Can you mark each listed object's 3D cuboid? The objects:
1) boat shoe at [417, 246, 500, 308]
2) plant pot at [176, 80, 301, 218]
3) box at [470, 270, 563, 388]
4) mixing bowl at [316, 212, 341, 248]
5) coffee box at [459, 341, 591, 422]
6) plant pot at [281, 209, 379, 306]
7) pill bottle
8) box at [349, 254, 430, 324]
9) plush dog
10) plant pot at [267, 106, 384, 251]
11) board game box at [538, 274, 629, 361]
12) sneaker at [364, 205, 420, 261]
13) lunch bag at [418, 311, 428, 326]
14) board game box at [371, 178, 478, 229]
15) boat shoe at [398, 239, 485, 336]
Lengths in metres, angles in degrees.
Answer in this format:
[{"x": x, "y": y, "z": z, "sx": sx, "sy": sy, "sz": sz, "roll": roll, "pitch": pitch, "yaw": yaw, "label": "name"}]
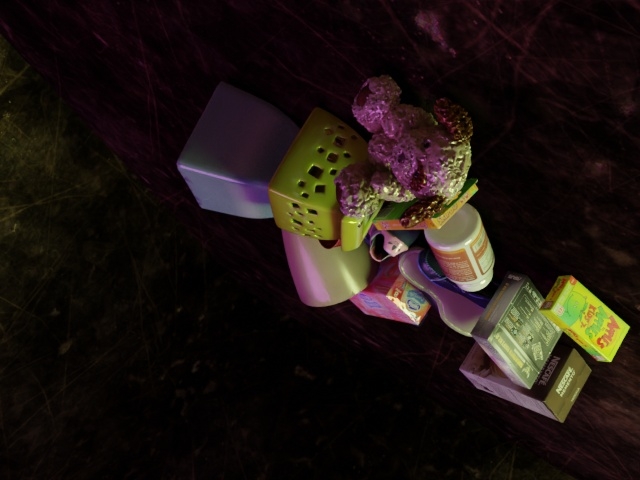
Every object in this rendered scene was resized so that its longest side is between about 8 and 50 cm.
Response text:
[{"x": 0.357, "y": 0.081, "z": 1.703, "sx": 0.258, "sy": 0.109, "sz": 0.089, "roll": 24, "pitch": 162, "yaw": -20, "label": "boat shoe"}, {"x": -0.158, "y": -0.194, "z": 1.719, "sx": 0.252, "sy": 0.248, "sz": 0.247, "roll": 19, "pitch": 161, "yaw": 14, "label": "plant pot"}, {"x": 0.466, "y": 0.212, "z": 1.651, "sx": 0.231, "sy": 0.183, "sz": 0.056, "roll": 45, "pitch": 162, "yaw": -34, "label": "box"}, {"x": 0.064, "y": -0.066, "z": 1.780, "sx": 0.098, "sy": 0.181, "sz": 0.181, "roll": 3, "pitch": 178, "yaw": -24, "label": "mixing bowl"}, {"x": 0.551, "y": 0.351, "z": 1.914, "sx": 0.119, "sy": 0.168, "sz": 0.297, "roll": 45, "pitch": 162, "yaw": -31, "label": "coffee box"}, {"x": 0.000, "y": 0.000, "z": 1.993, "sx": 0.256, "sy": 0.256, "sz": 0.274, "roll": 14, "pitch": 137, "yaw": 54, "label": "plant pot"}, {"x": 0.310, "y": 0.021, "z": 1.536, "sx": 0.121, "sy": 0.121, "sz": 0.216, "roll": 24, "pitch": 161, "yaw": 37, "label": "pill bottle"}, {"x": 0.199, "y": 0.133, "z": 2.053, "sx": 0.142, "sy": 0.154, "sz": 0.300, "roll": 41, "pitch": 165, "yaw": -20, "label": "box"}, {"x": 0.171, "y": -0.141, "z": 1.247, "sx": 0.210, "sy": 0.262, "sz": 0.225, "roll": 6, "pitch": -165, "yaw": -34, "label": "plush dog"}, {"x": 0.032, "y": -0.117, "z": 1.554, "sx": 0.207, "sy": 0.228, "sz": 0.227, "roll": 27, "pitch": 163, "yaw": 11, "label": "plant pot"}, {"x": 0.557, "y": 0.165, "z": 1.485, "sx": 0.181, "sy": 0.092, "sz": 0.043, "roll": 39, "pitch": 163, "yaw": -11, "label": "board game box"}, {"x": 0.151, "y": -0.006, "z": 1.781, "sx": 0.112, "sy": 0.131, "sz": 0.319, "roll": 37, "pitch": 165, "yaw": -5, "label": "sneaker"}, {"x": 0.298, "y": 0.231, "z": 2.294, "sx": 0.065, "sy": 0.067, "sz": 0.098, "roll": 20, "pitch": 159, "yaw": 47, "label": "lunch bag"}, {"x": 0.215, "y": -0.072, "z": 1.453, "sx": 0.039, "sy": 0.124, "sz": 0.259, "roll": 51, "pitch": 161, "yaw": -14, "label": "board game box"}, {"x": 0.322, "y": 0.117, "z": 1.835, "sx": 0.340, "sy": 0.127, "sz": 0.113, "roll": 37, "pitch": -159, "yaw": -20, "label": "boat shoe"}]
